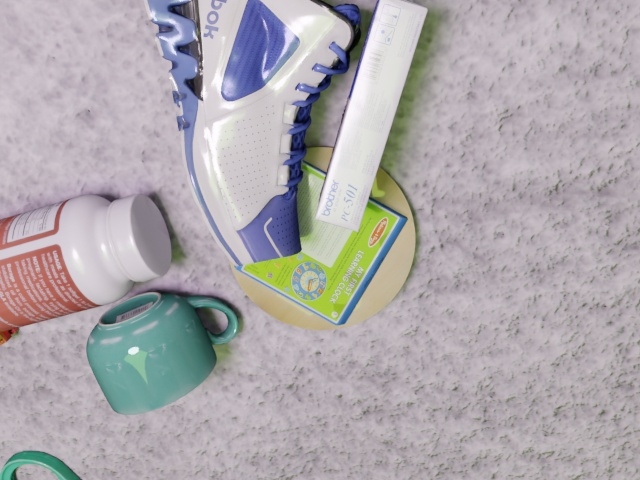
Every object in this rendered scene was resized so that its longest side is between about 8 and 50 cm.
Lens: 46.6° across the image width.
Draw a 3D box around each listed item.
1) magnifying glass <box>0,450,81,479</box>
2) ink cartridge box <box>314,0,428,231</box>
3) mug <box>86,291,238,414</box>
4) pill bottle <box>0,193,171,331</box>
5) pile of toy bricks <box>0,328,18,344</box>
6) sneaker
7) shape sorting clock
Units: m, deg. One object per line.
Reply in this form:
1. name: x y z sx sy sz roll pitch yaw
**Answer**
1. magnifying glass: -0.326 0.358 1.013 0.231 0.026 0.092 26 114 -7
2. ink cartridge box: 0.045 -0.120 0.703 0.046 0.097 0.207 16 104 -2
3. mug: -0.187 0.111 0.843 0.129 0.158 0.097 -8 113 35
4. pill bottle: -0.279 0.021 0.803 0.216 0.121 0.121 -14 112 12
5. pile of toy bricks: -0.458 0.074 0.854 0.118 0.105 0.212 -25 109 16
6. sneaker: -0.039 -0.138 0.692 0.182 0.127 0.315 -12 102 10
7. shape sorting clock: 0.000 0.000 0.810 0.206 0.040 0.206 1 103 6
